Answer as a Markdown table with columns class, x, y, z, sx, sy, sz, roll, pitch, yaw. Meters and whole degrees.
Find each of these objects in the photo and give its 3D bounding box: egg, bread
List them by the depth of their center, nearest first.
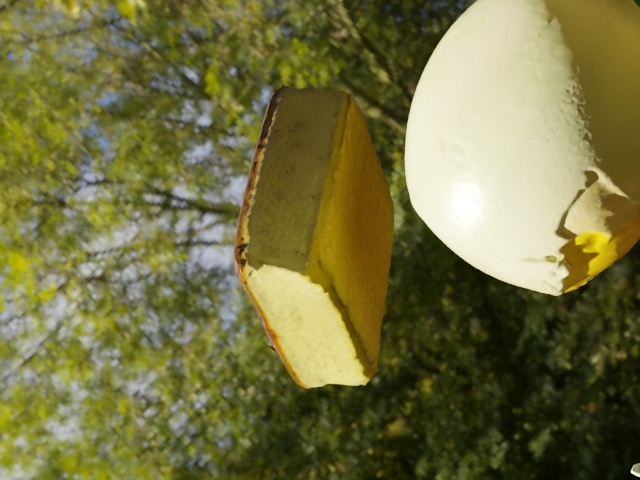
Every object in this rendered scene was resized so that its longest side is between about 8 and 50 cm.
| class | x | y | z | sx | sy | sz | roll | pitch | yaw |
| --- | --- | --- | --- | --- | --- | --- | --- | --- | --- |
| egg | 0.236 | -0.120 | 1.252 | 0.283 | 0.283 | 0.345 | -16 | -58 | -49 |
| bread | 0.000 | 0.000 | 1.652 | 0.323 | 0.143 | 0.333 | 68 | -154 | -48 |

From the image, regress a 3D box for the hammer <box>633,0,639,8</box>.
| class | x | y | z | sx | sy | sz | roll | pitch | yaw |
| --- | --- | --- | --- | --- | --- | --- | --- | --- | --- |
| hammer | 0.558 | -0.255 | 1.998 | 0.119 | 0.335 | 0.206 | 4 | -48 | -28 |

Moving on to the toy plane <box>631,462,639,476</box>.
| class | x | y | z | sx | sy | sz | roll | pitch | yaw |
| --- | --- | --- | --- | --- | --- | --- | --- | --- | --- |
| toy plane | 0.511 | 0.275 | 1.648 | 0.174 | 0.080 | 0.174 | -26 | -54 | -41 |
